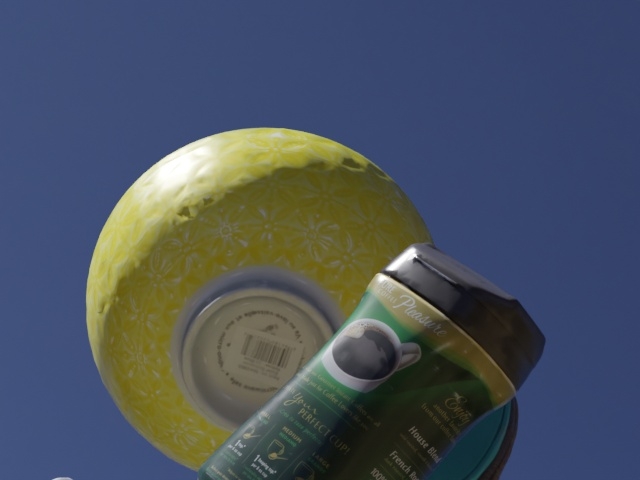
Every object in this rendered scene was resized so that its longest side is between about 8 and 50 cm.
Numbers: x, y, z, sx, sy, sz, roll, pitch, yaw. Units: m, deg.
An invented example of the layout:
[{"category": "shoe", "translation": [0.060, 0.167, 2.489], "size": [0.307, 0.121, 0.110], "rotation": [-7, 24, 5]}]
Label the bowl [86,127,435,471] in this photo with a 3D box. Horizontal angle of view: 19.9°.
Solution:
[{"category": "bowl", "translation": [-0.043, 0.070, 1.394], "size": [0.289, 0.156, 0.289], "rotation": [0, -75, -1]}]

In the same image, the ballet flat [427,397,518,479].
[{"category": "ballet flat", "translation": [0.058, 0.217, 1.297], "size": [0.116, 0.342, 0.124], "rotation": [9, -59, 15]}]

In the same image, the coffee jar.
[{"category": "coffee jar", "translation": [0.029, 0.090, 0.961], "size": [0.096, 0.184, 0.079], "rotation": [35, -10, 46]}]

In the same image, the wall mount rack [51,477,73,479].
[{"category": "wall mount rack", "translation": [-0.297, 0.359, 1.507], "size": [0.304, 0.350, 0.130], "rotation": [-27, -6, -6]}]
